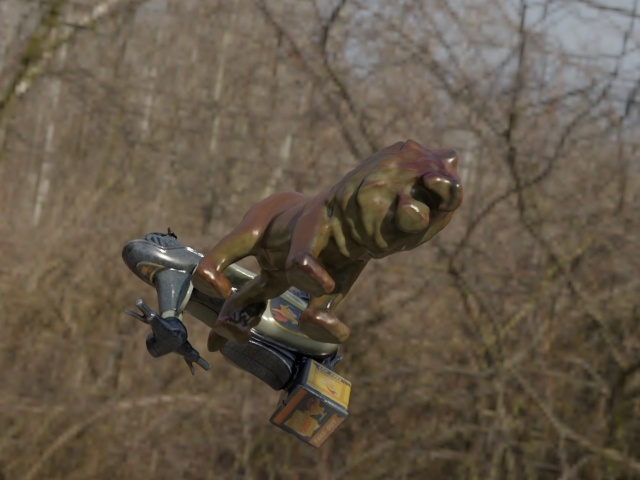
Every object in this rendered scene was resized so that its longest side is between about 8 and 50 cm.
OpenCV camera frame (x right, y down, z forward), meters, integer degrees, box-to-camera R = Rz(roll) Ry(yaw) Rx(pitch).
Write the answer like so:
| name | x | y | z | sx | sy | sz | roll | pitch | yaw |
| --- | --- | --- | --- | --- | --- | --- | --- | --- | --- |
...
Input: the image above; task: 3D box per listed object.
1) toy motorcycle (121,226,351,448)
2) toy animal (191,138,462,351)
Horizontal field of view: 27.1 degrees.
| name | x | y | z | sx | sy | sz | roll | pitch | yaw |
| --- | --- | --- | --- | --- | --- | --- | --- | --- | --- |
| toy motorcycle | -0.089 | 0.085 | 1.336 | 0.263 | 0.091 | 0.157 | 30 | 32 | -12 |
| toy animal | 0.000 | 0.000 | 1.050 | 0.097 | 0.157 | 0.312 | 47 | -26 | -19 |
